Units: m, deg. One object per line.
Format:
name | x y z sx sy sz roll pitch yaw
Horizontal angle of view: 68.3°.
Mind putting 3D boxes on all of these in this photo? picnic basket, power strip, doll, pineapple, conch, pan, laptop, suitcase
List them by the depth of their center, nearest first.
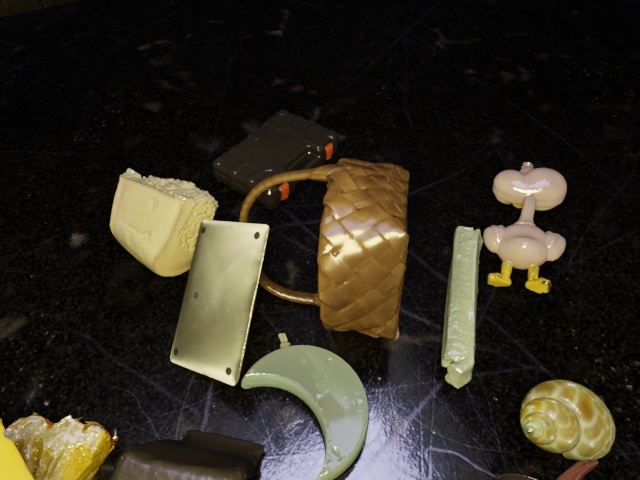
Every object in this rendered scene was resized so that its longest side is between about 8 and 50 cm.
pan | 0.337 0.371 0.691 0.211 0.040 0.114 -11 21 -31
pineapple | -0.426 0.347 0.692 0.236 0.115 0.186 -11 50 -12
conch | 0.382 0.275 0.738 0.172 0.106 0.116 13 55 1
power strip | -0.018 0.260 0.793 0.167 0.054 0.253 -29 55 -24
laptop | -0.179 0.097 0.822 0.187 0.015 0.270 5 80 39
picnic basket | 0.000 0.000 0.864 0.336 0.293 0.337 0 29 0
doll | 0.444 -0.053 1.022 0.160 0.094 0.365 7 48 21
suitcase | -0.109 -0.213 1.189 0.206 0.066 0.285 29 56 24

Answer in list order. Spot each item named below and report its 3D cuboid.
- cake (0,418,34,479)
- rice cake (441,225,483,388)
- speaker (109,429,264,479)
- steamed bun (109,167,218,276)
cake | -0.465 0.328 0.500 0.227 0.222 0.286 -31 88 20
rice cake | 0.270 0.113 0.901 0.062 0.066 0.337 6 51 17
speaker | -0.199 0.441 0.603 0.179 0.184 0.389 8 61 10
steamed bun | -0.321 -0.050 0.988 0.225 0.200 0.170 31 17 27
